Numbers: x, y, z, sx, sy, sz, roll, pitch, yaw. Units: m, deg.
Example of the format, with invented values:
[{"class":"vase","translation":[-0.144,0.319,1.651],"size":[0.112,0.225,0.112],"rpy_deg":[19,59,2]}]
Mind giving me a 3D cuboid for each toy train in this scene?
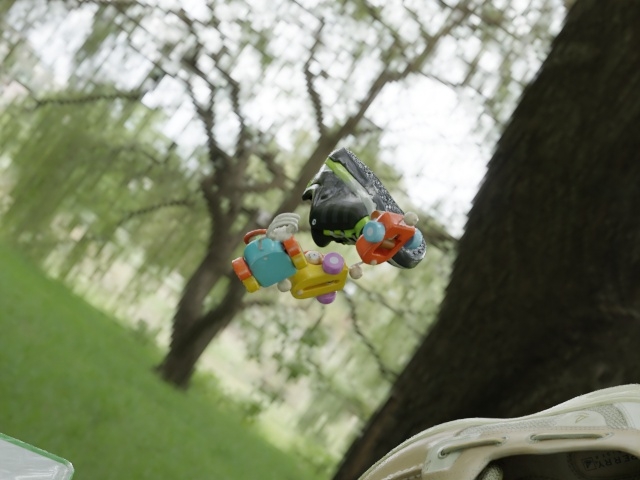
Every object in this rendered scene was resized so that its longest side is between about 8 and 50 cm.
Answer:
[{"class":"toy train","translation":[0.000,0.000,1.197],"size":[0.166,0.125,0.046],"rpy_deg":[6,46,-39]}]

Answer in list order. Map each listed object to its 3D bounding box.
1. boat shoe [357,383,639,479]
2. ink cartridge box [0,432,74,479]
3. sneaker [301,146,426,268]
[{"class":"boat shoe","translation":[0.122,0.187,1.000],"size":[0.098,0.302,0.109],"rpy_deg":[-26,93,-58]},{"class":"ink cartridge box","translation":[-0.297,0.230,0.899],"size":[0.201,0.278,0.117],"rpy_deg":[22,38,-1]},{"class":"sneaker","translation":[0.041,-0.016,1.554],"size":[0.084,0.097,0.234],"rpy_deg":[41,10,-31]}]
